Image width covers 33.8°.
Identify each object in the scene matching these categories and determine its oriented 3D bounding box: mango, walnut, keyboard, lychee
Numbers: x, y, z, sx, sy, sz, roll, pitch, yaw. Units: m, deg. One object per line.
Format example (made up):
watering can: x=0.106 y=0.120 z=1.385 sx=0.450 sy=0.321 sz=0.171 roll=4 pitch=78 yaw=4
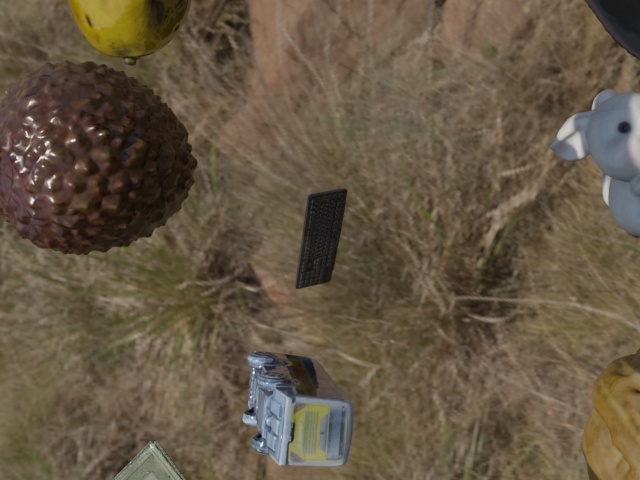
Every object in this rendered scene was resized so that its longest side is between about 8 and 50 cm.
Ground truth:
mango: x=-0.116 y=-0.187 z=0.624 sx=0.076 sy=0.103 sz=0.161 roll=-10 pitch=77 yaw=6
walnut: x=0.475 y=0.258 z=1.293 sx=0.306 sy=0.306 sz=0.344 roll=-54 pitch=26 yaw=13
keyboard: x=0.000 y=0.000 z=1.284 sx=0.155 sy=0.053 sz=0.010 roll=98 pitch=150 yaw=-42
lychee: x=-0.229 y=-0.077 z=0.988 sx=0.200 sy=0.238 sz=0.200 roll=-3 pitch=87 yaw=53

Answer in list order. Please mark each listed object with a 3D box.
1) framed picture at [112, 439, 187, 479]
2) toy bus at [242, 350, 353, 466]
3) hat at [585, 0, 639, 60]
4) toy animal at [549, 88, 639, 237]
framed picture: x=-0.156 y=0.309 z=0.956 sx=0.173 sy=0.010 sz=0.231 roll=-46 pitch=47 yaw=-7
toy bus: x=-0.022 y=0.135 z=0.879 sx=0.190 sy=0.075 sz=0.064 roll=-151 pitch=66 yaw=-81
hat: x=0.231 y=-0.281 z=0.662 sx=0.238 sy=0.209 sz=0.336 roll=-23 pitch=106 yaw=30
toy animal: x=0.422 y=-0.108 z=1.429 sx=0.127 sy=0.193 sz=0.178 roll=-39 pitch=11 yaw=-15
